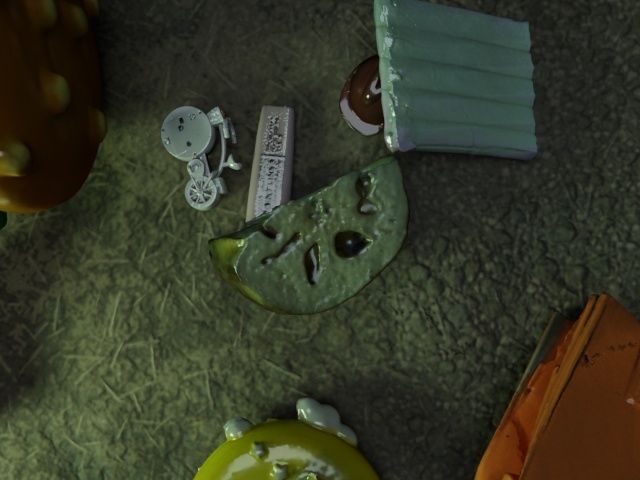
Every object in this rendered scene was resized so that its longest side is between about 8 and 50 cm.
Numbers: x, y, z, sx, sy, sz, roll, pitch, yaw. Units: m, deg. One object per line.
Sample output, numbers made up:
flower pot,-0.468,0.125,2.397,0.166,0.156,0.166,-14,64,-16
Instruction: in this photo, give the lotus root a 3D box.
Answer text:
lotus root,0.000,0.000,0.717,0.235,0.119,0.138,-32,105,-9

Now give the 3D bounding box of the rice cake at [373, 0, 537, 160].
rice cake,0.157,-0.183,0.737,0.198,0.037,0.189,-5,91,-19

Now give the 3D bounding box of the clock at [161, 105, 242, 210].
clock,-0.142,-0.103,0.779,0.087,0.041,0.129,-16,84,6

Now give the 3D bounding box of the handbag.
handbag,0.388,0.280,0.672,0.410,0.116,0.303,35,63,3

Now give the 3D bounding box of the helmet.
helmet,0.074,-0.181,0.761,0.089,0.057,0.111,42,91,0

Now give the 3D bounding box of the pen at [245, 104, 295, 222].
pen,-0.062,-0.066,0.780,0.053,0.032,0.197,4,88,2

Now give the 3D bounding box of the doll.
doll,-0.042,0.317,0.739,0.237,0.111,0.252,-24,87,-13

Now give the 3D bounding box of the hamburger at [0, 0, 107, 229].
hamburger,-0.380,-0.211,0.629,0.277,0.396,0.396,-8,89,4
